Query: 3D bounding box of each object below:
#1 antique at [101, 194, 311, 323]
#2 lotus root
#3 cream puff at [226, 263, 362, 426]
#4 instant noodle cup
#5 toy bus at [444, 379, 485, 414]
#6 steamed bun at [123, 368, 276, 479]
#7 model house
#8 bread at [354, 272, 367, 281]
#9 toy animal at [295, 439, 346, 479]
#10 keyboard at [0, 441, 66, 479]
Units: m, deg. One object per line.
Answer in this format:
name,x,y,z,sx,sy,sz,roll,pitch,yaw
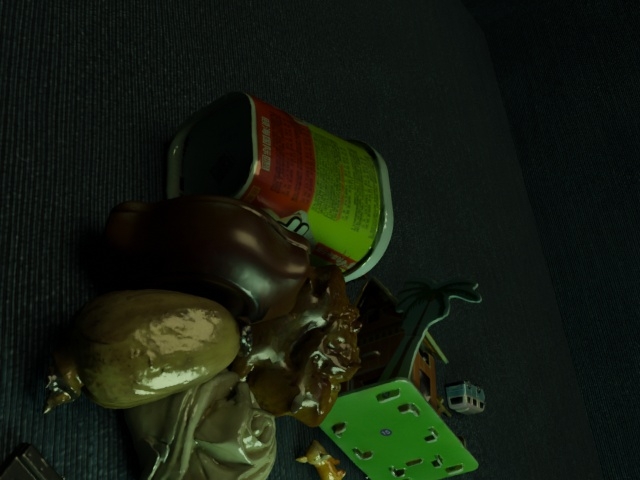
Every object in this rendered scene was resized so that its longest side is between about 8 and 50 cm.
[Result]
antique,-0.155,0.034,1.033,0.278,0.223,0.129,16,48,-13
lotus root,-0.211,0.126,0.929,0.257,0.154,0.140,-8,81,-28
cream puff,-0.045,0.163,1.197,0.269,0.241,0.155,68,-15,-3
instant noodle cup,-0.076,-0.081,1.271,0.308,0.294,0.294,24,50,-45
toy bus,0.365,0.396,1.923,0.123,0.060,0.075,30,50,-48
steamed bun,-0.138,0.256,1.013,0.211,0.144,0.218,12,60,-58
model house,0.191,0.228,1.431,0.300,0.340,0.323,51,28,-34
bread,0.068,0.028,1.671,0.090,0.035,0.094,44,36,-38
toy animal,0.000,0.376,1.279,0.083,0.060,0.081,49,31,-49
keyboard,-0.258,0.364,0.855,0.309,0.018,0.101,58,30,-19
